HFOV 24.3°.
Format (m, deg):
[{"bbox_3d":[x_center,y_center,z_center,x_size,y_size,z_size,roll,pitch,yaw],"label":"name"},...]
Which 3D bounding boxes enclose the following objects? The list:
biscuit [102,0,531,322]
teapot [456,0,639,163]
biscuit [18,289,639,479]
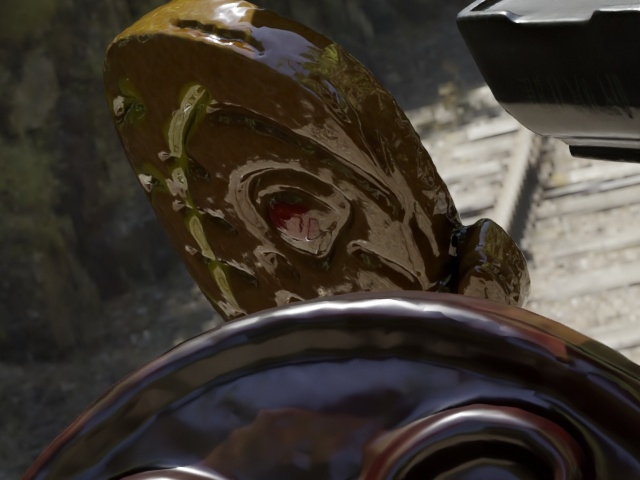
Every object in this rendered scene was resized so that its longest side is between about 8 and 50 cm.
[{"bbox_3d":[-0.005,0.006,1.045,0.350,0.394,0.070,14,51,46],"label":"biscuit"},{"bbox_3d":[0.138,-0.071,0.631,0.087,0.096,0.177,-34,23,-29],"label":"teapot"},{"bbox_3d":[0.016,0.212,0.594,0.408,0.407,0.091,-13,-21,8],"label":"biscuit"}]
